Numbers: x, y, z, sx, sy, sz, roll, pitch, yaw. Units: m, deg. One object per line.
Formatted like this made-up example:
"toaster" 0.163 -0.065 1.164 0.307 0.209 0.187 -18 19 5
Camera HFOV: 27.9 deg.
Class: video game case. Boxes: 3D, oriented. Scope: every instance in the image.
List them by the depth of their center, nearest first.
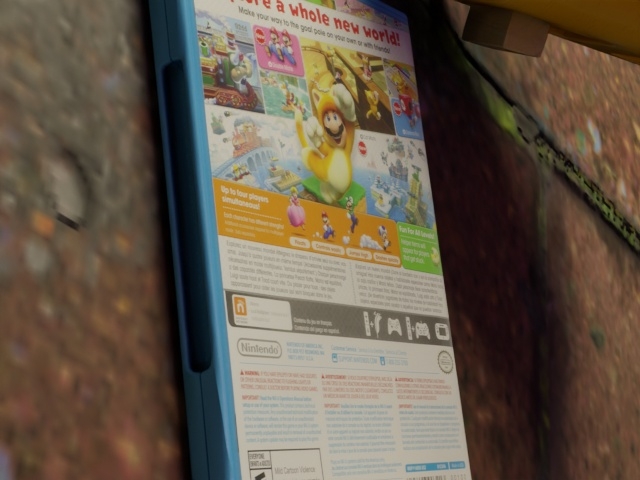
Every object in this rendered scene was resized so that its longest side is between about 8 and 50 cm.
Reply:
"video game case" 0.000 0.000 0.364 0.119 0.015 0.166 11 68 -54

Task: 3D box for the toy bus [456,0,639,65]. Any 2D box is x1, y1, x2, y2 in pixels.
"toy bus" 0.083 -0.115 0.448 0.191 0.202 0.104 2 106 -64
